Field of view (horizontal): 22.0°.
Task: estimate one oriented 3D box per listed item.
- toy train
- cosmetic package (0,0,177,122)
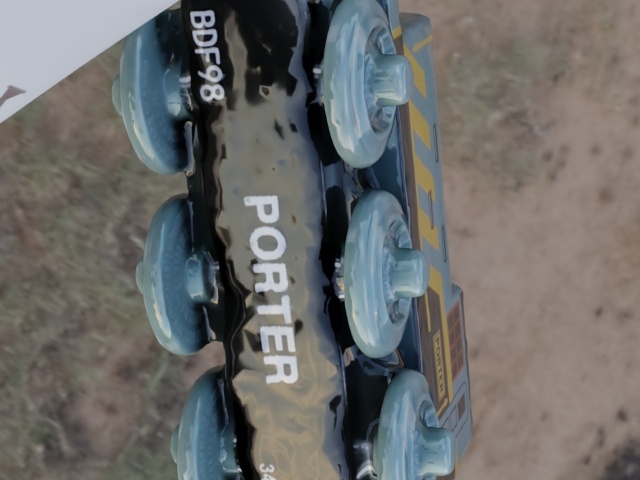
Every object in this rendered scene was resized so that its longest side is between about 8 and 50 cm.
[{"bbox_3d":[0.000,0.000,0.806,0.190,0.142,0.334,-43,129,-66],"label":"toy train"},{"bbox_3d":[-0.135,-0.158,0.564,0.151,0.184,0.151,-33,166,11],"label":"cosmetic package"}]
